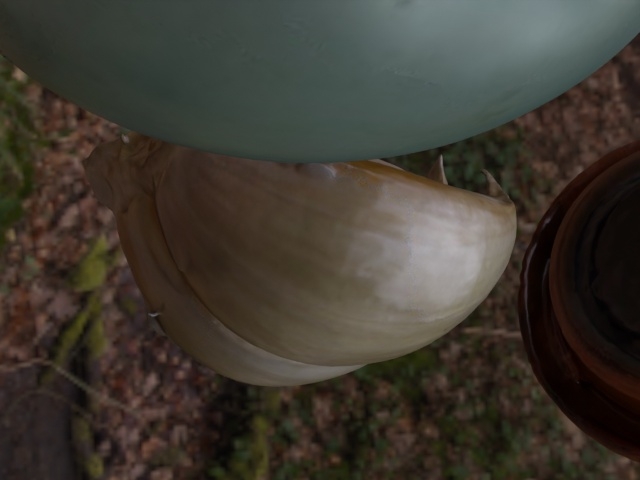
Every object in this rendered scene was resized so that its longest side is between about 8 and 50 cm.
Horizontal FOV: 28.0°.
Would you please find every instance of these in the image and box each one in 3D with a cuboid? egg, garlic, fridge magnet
[{"bbox_3d":[0.008,-0.173,0.577,0.389,0.276,0.276,-8,92,-28],"label":"egg"},{"bbox_3d":[0.000,0.000,0.958,0.313,0.286,0.249,19,48,-31],"label":"garlic"},{"bbox_3d":[0.369,0.046,1.246,0.155,0.363,0.364,49,38,-58],"label":"fridge magnet"}]
